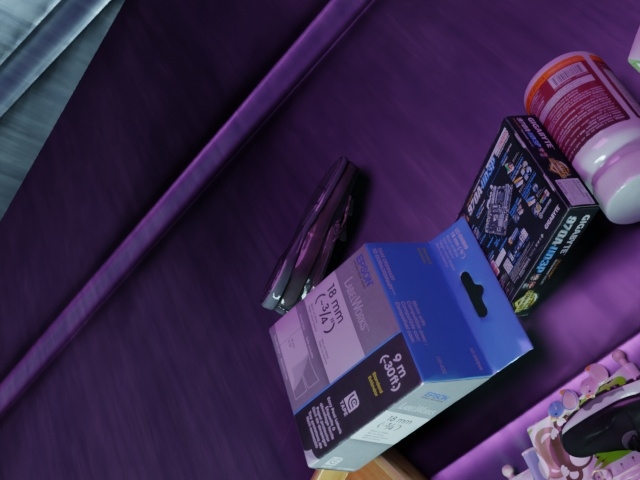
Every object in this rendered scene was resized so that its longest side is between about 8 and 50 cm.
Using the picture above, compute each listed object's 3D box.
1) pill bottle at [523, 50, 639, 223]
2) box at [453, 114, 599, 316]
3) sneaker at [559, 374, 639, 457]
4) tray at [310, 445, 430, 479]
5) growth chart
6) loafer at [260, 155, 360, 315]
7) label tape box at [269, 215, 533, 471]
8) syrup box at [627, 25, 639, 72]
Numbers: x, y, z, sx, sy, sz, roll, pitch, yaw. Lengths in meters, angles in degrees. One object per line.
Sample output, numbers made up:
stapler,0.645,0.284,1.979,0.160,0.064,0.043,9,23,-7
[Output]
pill bottle,0.362,-0.134,1.015,0.121,0.121,0.221,-43,47,27
box,0.264,-0.029,1.055,0.220,0.051,0.175,107,150,-45
sneaker,0.397,0.196,0.836,0.283,0.107,0.124,-32,59,25
tray,0.124,0.445,1.067,0.411,0.076,0.202,35,100,48
growth chart,0.329,0.263,0.961,0.237,0.021,0.172,-51,44,17
loafer,0.000,0.000,1.396,0.302,0.095,0.109,-61,11,2
label tape box,0.093,0.136,1.101,0.334,0.106,0.240,-43,47,26
syrup box,0.444,-0.188,0.859,0.093,0.237,0.096,22,92,49
